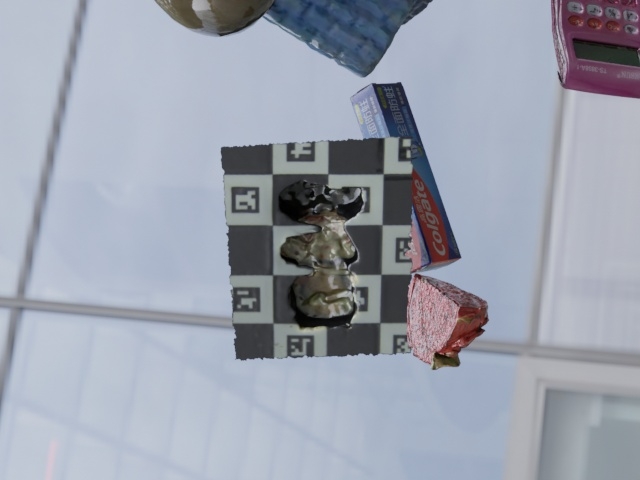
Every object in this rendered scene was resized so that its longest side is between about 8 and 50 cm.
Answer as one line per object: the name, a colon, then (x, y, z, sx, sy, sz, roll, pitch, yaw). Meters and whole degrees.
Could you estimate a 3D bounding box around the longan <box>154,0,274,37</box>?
longan: (-0.135, -0.343, 1.918, 0.189, 0.189, 0.189, 4, -90, -72)

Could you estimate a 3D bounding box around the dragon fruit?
dragon fruit: (0.170, 0.114, 2.004, 0.162, 0.083, 0.106, 32, 110, 62)

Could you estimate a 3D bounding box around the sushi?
sushi: (0.000, 0.000, 2.437, 0.100, 0.296, 0.373, -93, 0, -68)

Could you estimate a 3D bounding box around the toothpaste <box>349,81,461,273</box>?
toothpaste: (0.141, -0.105, 2.530, 0.076, 0.066, 0.320, -9, -104, -43)

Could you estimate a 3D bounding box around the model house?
model house: (0.058, -0.477, 2.335, 0.395, 0.445, 0.400, 35, -124, -16)

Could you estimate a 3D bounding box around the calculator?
calculator: (0.322, -0.257, 1.759, 0.034, 0.127, 0.190, 146, 125, -63)
